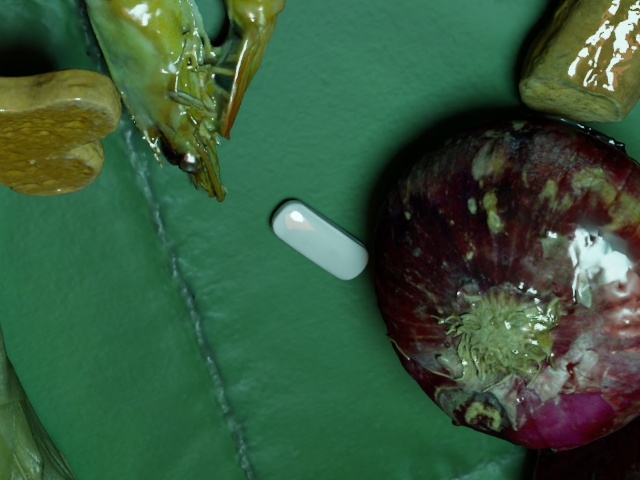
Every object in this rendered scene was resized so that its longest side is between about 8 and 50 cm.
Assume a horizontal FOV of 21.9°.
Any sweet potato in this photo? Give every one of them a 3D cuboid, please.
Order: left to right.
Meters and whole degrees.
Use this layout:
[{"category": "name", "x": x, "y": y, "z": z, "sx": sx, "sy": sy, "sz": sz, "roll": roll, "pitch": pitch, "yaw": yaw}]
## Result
[{"category": "sweet potato", "x": 0.237, "y": -0.181, "z": 1.170, "sx": 0.097, "sy": 0.097, "sz": 0.252, "roll": 32, "pitch": 106, "yaw": -24}]

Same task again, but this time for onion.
[{"category": "onion", "x": 0.155, "y": 0.026, "z": 1.195, "sx": 0.246, "sy": 0.190, "sz": 0.246, "roll": 6, "pitch": 112, "yaw": 16}]

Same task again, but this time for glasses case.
[{"category": "glasses case", "x": 0.000, "y": 0.000, "z": 1.241, "sx": 0.083, "sy": 0.021, "sz": 0.032, "roll": 33, "pitch": 101, "yaw": -24}]

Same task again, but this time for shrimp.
[{"category": "shrimp", "x": -0.088, "y": -0.147, "z": 1.134, "sx": 0.145, "sy": 0.061, "sz": 0.267, "roll": -16, "pitch": 115, "yaw": -16}]

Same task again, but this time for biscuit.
[{"category": "biscuit", "x": -0.290, "y": -0.081, "z": 1.057, "sx": 0.324, "sy": 0.205, "sz": 0.049, "roll": -1, "pitch": 73, "yaw": -17}]

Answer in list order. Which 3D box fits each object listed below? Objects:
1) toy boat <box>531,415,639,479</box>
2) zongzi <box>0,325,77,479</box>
[{"category": "toy boat", "x": 0.266, "y": 0.148, "z": 1.323, "sx": 0.142, "sy": 0.129, "sz": 0.309, "roll": 11, "pitch": 115, "yaw": -49}, {"category": "zongzi", "x": -0.226, "y": 0.111, "z": 1.167, "sx": 0.274, "sy": 0.145, "sz": 0.300, "roll": 32, "pitch": 110, "yaw": -28}]
